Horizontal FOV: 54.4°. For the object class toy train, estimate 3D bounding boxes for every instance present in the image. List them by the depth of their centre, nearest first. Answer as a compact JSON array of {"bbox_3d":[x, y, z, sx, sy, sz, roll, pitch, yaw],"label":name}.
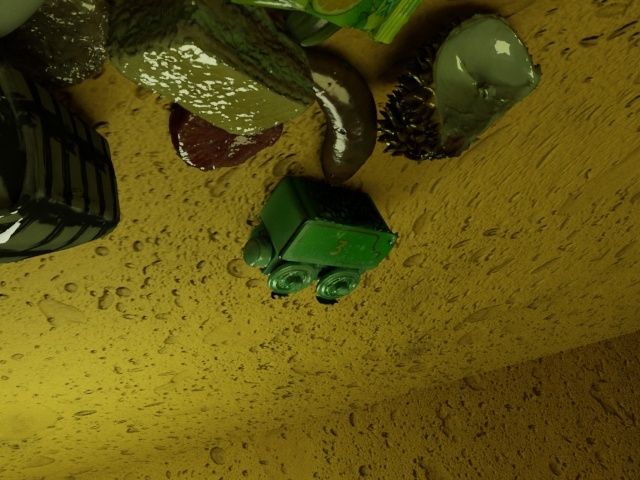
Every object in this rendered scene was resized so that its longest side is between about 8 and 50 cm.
[{"bbox_3d":[0.000,0.000,1.030,0.243,0.132,0.188,10,131,-40],"label":"toy train"}]

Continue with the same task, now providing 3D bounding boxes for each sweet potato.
[{"bbox_3d":[0.019,-0.165,0.812,0.108,0.079,0.346,-12,149,12],"label":"sweet potato"}]

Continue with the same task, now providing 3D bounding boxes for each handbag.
[{"bbox_3d":[-0.389,-0.047,0.598,0.326,0.163,0.325,-11,179,-6],"label":"handbag"}]

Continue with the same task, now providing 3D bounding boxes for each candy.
[{"bbox_3d":[0.024,-0.241,0.552,0.246,0.069,0.149,-1,151,-37],"label":"candy"}]

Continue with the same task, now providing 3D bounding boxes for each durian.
[{"bbox_3d":[0.172,-0.195,0.780,0.252,0.139,0.144,-42,169,-30],"label":"durian"}]

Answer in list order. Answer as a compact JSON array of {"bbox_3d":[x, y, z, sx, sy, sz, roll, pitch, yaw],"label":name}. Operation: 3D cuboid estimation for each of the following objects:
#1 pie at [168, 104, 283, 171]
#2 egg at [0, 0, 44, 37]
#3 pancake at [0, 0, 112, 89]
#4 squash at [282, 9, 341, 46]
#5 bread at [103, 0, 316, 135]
[{"bbox_3d":[-0.120,-0.145,0.802,0.153,0.038,0.154,-16,150,-10],"label":"pie"},{"bbox_3d":[-0.292,-0.220,0.467,0.209,0.151,0.151,-22,151,-8],"label":"egg"},{"bbox_3d":[-0.273,-0.208,0.626,0.139,0.022,0.139,-14,151,-8],"label":"pancake"},{"bbox_3d":[0.052,-0.290,0.639,0.229,0.066,0.066,-36,146,28],"label":"squash"},{"bbox_3d":[-0.105,-0.189,0.638,0.138,0.102,0.196,0,165,38],"label":"bread"}]
